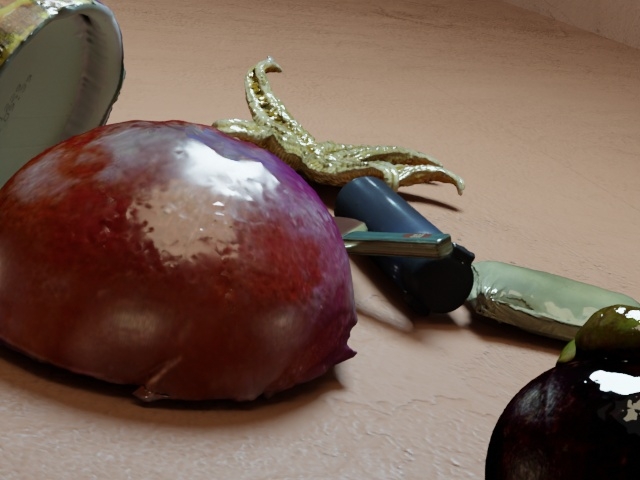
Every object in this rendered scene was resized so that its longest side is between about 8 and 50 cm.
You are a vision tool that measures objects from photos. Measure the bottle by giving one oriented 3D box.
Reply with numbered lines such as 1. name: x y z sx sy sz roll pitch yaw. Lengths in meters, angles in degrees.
1. bottle: 0.083 0.005 1.550 0.072 0.082 0.244 31 6 -27

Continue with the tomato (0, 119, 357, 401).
1. tomato: -0.120 0.004 1.251 0.334 0.176 0.290 17 21 8

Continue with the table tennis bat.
1. table tennis bat: 0.000 0.000 1.478 0.274 0.021 0.154 3 18 29

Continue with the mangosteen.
1. mangosteen: 0.208 0.151 0.976 0.209 0.210 0.210 12 17 -4

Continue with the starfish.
1. starfish: 0.006 -0.117 1.838 0.327 0.094 0.375 36 20 30

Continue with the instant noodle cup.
1. instant noodle cup: -0.362 -0.158 1.402 0.266 0.340 0.340 30 22 15

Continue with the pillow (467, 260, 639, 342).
1. pillow: 0.239 0.067 1.500 0.208 0.053 0.119 15 19 -3
